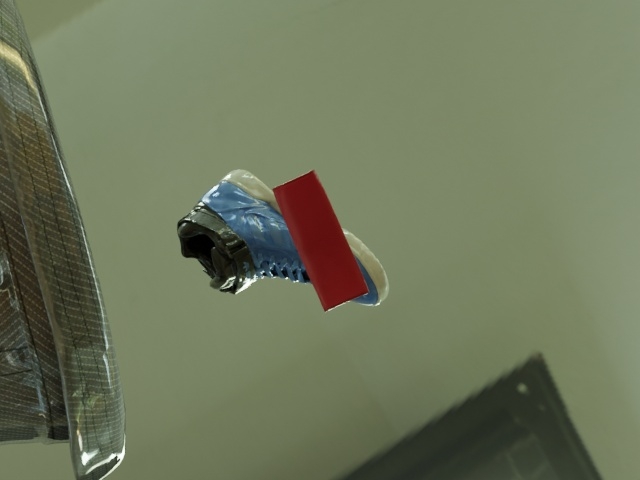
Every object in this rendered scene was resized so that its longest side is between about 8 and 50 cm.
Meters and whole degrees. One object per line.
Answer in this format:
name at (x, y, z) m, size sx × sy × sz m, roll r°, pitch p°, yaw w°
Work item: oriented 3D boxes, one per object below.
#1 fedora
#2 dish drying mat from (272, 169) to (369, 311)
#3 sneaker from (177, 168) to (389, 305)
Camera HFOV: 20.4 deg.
fedora at (-0.177, 0.003, 0.835) m, size 0.124 × 0.275 × 0.243 m, roll -13°, pitch -52°, yaw -10°
dish drying mat at (0.000, 0.000, 1.099) m, size 0.032 × 0.008 × 0.083 m, roll -24°, pitch -90°, yaw 14°
sneaker at (-0.032, 0.017, 1.242) m, size 0.152 × 0.058 × 0.084 m, roll 35°, pitch -124°, yaw 18°
